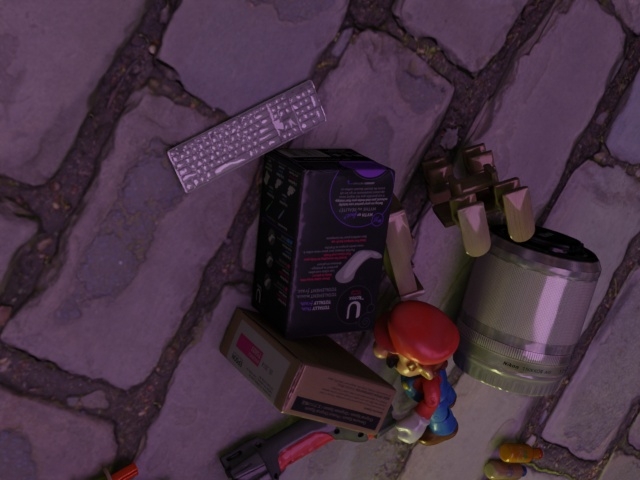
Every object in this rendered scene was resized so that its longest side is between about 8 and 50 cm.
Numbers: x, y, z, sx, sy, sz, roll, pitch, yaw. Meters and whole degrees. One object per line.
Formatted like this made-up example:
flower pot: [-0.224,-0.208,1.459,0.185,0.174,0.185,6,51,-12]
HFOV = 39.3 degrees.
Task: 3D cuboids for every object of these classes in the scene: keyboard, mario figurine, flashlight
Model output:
keyboard: [-0.108,-0.160,1.367,0.256,0.014,0.072,-29,106,-17]
mario figurine: [0.155,0.224,1.585,0.170,0.198,0.320,-31,135,-13]
flashlight: [-0.015,0.359,1.576,0.304,0.103,0.103,-29,128,-19]

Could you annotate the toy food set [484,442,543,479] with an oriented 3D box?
toy food set: [0.404,0.545,1.876,0.104,0.111,0.232,11,71,-33]

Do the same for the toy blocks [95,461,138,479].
toy blocks: [-0.310,0.408,1.450,0.148,0.054,0.123,-23,119,-21]

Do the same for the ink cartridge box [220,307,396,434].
ink cartridge box: [-0.024,0.206,1.429,0.193,0.234,0.088,20,97,-34]

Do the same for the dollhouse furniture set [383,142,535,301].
dollhouse furniture set: [0.219,-0.025,1.502,0.242,0.212,0.161,-18,117,-3]

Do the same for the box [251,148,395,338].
box: [0.000,0.000,1.420,0.165,0.143,0.270,-2,109,-28]

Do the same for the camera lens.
camera lens: [0.372,0.117,1.638,0.219,0.219,0.274,6,105,-32]
